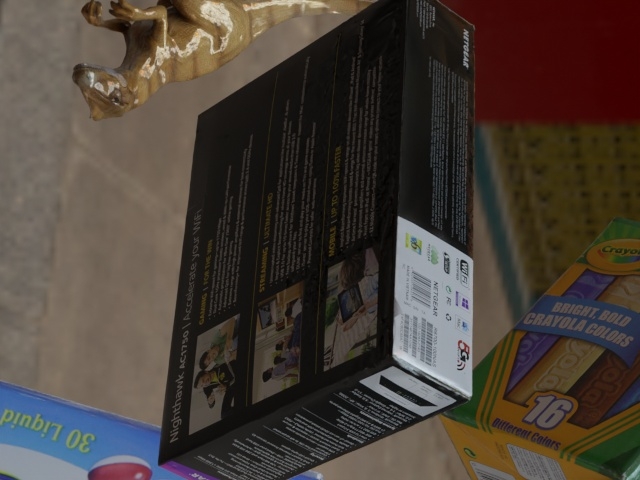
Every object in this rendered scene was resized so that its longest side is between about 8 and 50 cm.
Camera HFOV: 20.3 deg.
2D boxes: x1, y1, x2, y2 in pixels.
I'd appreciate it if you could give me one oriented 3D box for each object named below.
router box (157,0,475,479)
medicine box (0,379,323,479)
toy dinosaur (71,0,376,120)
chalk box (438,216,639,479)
[{"bbox_3d":[0.000,0.000,0.717,0.046,0.133,0.179,30,49,-33],"label":"router box"},{"bbox_3d":[-0.164,0.259,1.119,0.149,0.264,0.289,140,-33,-69],"label":"medicine box"},{"bbox_3d":[-0.056,-0.117,0.929,0.211,0.064,0.112,-27,83,-34],"label":"toy dinosaur"},{"bbox_3d":[0.262,0.111,1.318,0.289,0.179,0.180,-44,127,-23],"label":"chalk box"}]
